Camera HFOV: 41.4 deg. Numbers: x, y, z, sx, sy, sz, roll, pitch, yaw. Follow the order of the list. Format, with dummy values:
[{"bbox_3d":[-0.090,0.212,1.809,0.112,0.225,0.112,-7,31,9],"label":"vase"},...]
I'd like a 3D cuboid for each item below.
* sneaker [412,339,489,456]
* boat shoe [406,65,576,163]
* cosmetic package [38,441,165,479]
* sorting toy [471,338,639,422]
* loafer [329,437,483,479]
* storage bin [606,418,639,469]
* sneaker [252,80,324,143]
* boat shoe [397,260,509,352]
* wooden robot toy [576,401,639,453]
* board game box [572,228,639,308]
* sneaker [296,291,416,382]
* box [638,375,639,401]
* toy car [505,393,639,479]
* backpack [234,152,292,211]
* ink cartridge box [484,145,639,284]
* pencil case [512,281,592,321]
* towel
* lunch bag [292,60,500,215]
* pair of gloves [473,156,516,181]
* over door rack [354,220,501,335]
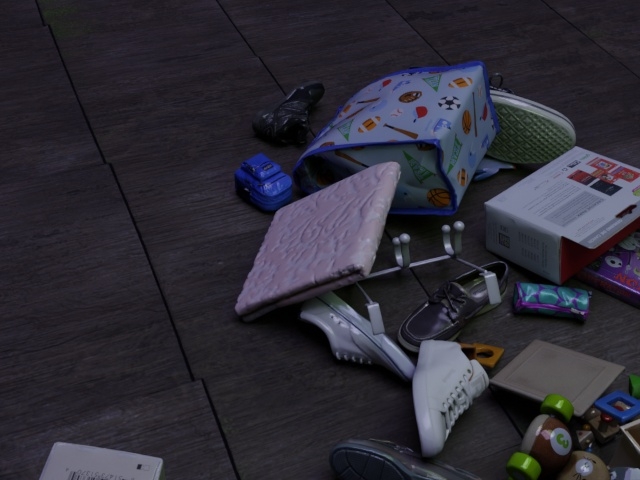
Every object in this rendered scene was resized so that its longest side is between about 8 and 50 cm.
[{"bbox_3d":[0.224,0.256,1.449,0.123,0.105,0.290,-4,27,14],"label":"sneaker"},{"bbox_3d":[0.379,-0.319,2.051,0.500,0.186,0.156,18,49,26],"label":"boat shoe"},{"bbox_3d":[-0.290,0.415,1.147,0.153,0.296,0.129,7,44,3],"label":"cosmetic package"},{"bbox_3d":[0.426,0.255,1.534,0.348,0.047,0.196,16,30,41],"label":"sorting toy"},{"bbox_3d":[0.146,0.386,1.388,0.268,0.096,0.084,21,25,6],"label":"loafer"},{"bbox_3d":[0.659,0.399,1.389,0.262,0.123,0.260,-15,47,-21],"label":"storage bin"},{"bbox_3d":[-0.047,-0.309,2.095,0.130,0.087,0.227,34,53,25],"label":"sneaker"},{"bbox_3d":[0.265,0.121,1.663,0.285,0.092,0.103,-26,51,-29],"label":"boat shoe"},{"bbox_3d":[0.502,0.311,1.509,0.173,0.076,0.079,-18,37,-23],"label":"wooden robot toy"},{"bbox_3d":[0.734,0.082,1.791,0.347,0.056,0.208,26,51,20],"label":"board game box"},{"bbox_3d":[0.069,0.191,1.585,0.258,0.094,0.091,38,89,18],"label":"sneaker"},{"bbox_3d":[0.680,0.252,1.557,0.178,0.109,0.042,-1,40,-7],"label":"box"},{"bbox_3d":[0.415,0.371,1.365,0.188,0.149,0.155,24,56,26],"label":"toy car"},{"bbox_3d":[-0.124,-0.127,1.882,0.098,0.101,0.120,-35,60,-27],"label":"backpack"},{"bbox_3d":[0.552,-0.048,1.791,0.310,0.130,0.272,-29,38,-27],"label":"ink cartridge box"},{"bbox_3d":[0.464,0.123,1.703,0.152,0.064,0.070,6,24,1],"label":"pencil case"},{"bbox_3d":[0.000,0.000,1.666,0.317,0.053,0.331,-23,30,32],"label":"towel"},{"bbox_3d":[0.165,-0.220,1.906,0.386,0.238,0.327,2,39,31],"label":"lunch bag"},{"bbox_3d":[0.377,-0.210,2.076,0.159,0.023,0.198,-9,41,-13],"label":"pair of gloves"},{"bbox_3d":[0.178,0.050,1.612,0.240,0.108,0.324,-14,18,-3],"label":"over door rack"}]
